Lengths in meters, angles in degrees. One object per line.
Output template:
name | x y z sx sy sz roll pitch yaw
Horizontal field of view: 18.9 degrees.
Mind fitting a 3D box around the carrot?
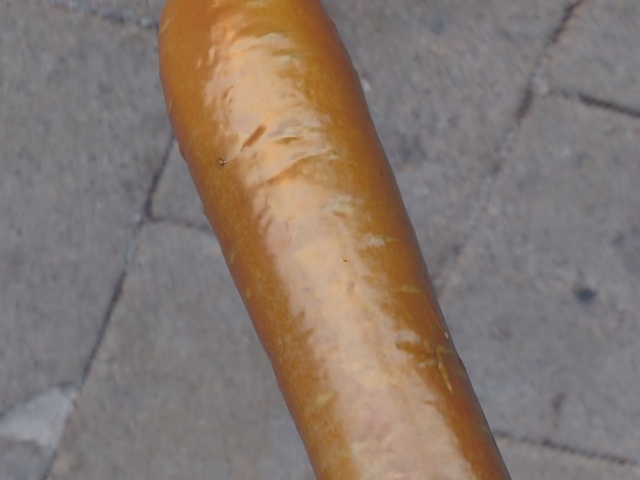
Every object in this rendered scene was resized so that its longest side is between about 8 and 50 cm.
carrot | 0.000 0.000 0.629 0.067 0.225 0.067 -20 159 -8
